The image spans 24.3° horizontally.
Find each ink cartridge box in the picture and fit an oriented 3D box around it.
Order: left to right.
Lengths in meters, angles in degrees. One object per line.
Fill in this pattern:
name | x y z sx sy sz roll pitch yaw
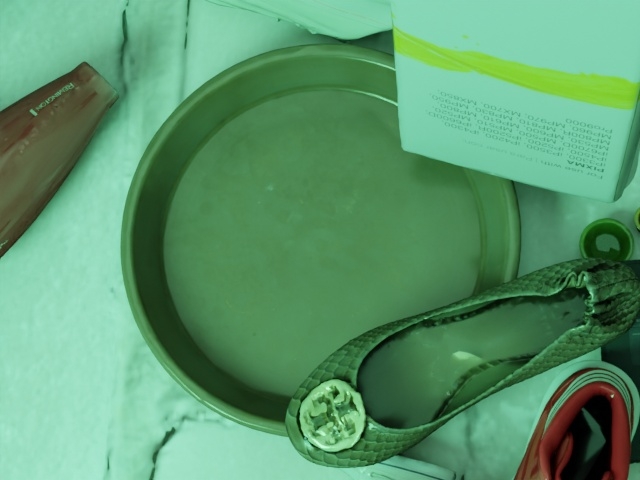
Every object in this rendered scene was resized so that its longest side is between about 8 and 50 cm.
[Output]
ink cartridge box | 0.150 -0.229 0.871 0.160 0.384 0.279 15 70 11

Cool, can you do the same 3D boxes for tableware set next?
tableware set | 0.245 0.044 1.009 0.104 0.024 0.154 -24 78 1

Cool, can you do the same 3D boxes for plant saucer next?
plant saucer | 0.000 0.000 1.037 0.278 0.041 0.278 -1 79 6

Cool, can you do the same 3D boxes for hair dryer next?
hair dryer | -0.287 -0.074 1.062 0.293 0.080 0.223 -8 77 4

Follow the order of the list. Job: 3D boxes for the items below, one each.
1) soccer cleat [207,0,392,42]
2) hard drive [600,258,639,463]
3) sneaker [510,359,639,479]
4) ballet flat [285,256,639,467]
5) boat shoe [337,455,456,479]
soccer cleat | -0.009 -0.175 1.063 0.196 0.076 0.068 5 45 21
hard drive | 0.233 0.079 0.982 0.094 0.022 0.135 -5 86 24
sneaker | 0.136 0.181 0.929 0.087 0.128 0.221 15 91 13
ballet flat | 0.091 0.075 0.961 0.250 0.058 0.084 -22 77 2
boat shoe | 0.040 0.160 1.004 0.100 0.035 0.035 14 78 2
